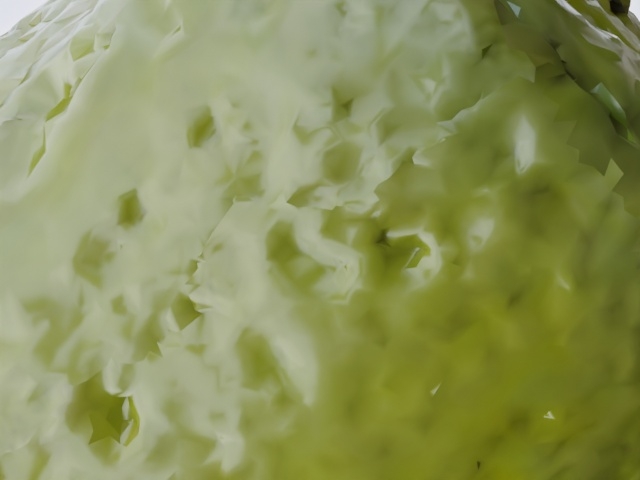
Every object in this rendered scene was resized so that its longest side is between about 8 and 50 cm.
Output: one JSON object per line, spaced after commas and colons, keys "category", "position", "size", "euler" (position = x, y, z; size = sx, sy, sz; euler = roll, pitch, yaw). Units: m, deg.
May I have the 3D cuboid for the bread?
{"category": "bread", "position": [0.000, 0.000, 0.473], "size": [0.308, 0.348, 0.348], "euler": [-49, -17, 20]}
